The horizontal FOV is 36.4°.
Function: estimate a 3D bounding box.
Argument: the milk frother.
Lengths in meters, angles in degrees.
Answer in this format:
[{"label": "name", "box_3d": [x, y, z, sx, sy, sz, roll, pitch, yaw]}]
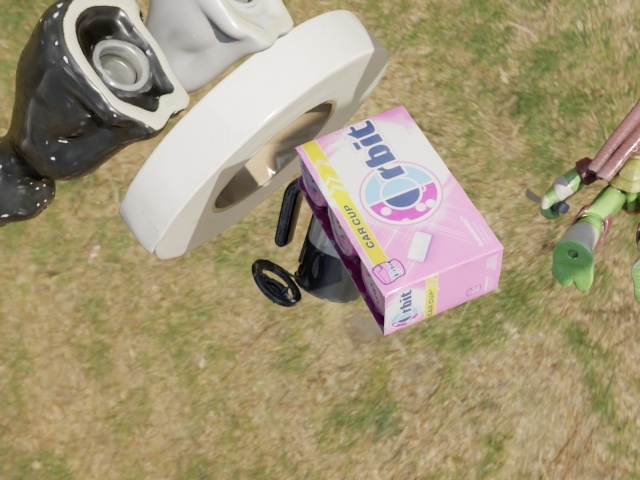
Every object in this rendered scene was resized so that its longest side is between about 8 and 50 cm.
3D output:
[{"label": "milk frother", "box_3d": [0.000, 0.000, 1.109, 0.129, 0.143, 0.135, 18, 113, 3]}]

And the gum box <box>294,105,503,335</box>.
[{"label": "gum box", "box_3d": [0.061, -0.025, 0.833, 0.107, 0.062, 0.188, -21, 55, -12]}]

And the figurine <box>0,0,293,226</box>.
[{"label": "figurine", "box_3d": [-0.144, -0.100, 0.663, 0.209, 0.215, 0.092, -30, 102, 42]}]

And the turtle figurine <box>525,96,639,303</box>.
[{"label": "turtle figurine", "box_3d": [0.372, -0.016, 1.185, 0.197, 0.266, 0.275, 36, 136, -3]}]

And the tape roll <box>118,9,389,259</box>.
[{"label": "tape roll", "box_3d": [-0.079, -0.126, 1.219, 0.392, 0.392, 0.072, -42, 85, 16]}]
